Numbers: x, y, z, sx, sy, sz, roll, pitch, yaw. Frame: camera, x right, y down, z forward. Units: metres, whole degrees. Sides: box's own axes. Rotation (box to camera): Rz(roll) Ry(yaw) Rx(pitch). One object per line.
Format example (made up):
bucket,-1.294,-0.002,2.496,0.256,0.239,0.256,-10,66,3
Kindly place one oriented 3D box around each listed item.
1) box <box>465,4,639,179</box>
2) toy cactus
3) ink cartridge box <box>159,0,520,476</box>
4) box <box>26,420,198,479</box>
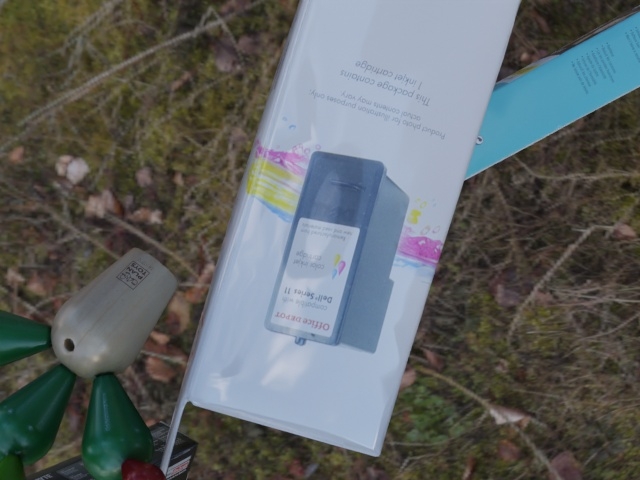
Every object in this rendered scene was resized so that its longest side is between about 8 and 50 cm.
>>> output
box,0.205,-0.133,0.873,0.244,0.100,0.060,-28,96,5
toy cactus,-0.151,0.075,0.503,0.219,0.112,0.180,28,69,26
ink cartridge box,0.000,0.000,0.607,0.119,0.207,0.353,17,92,-6
box,-0.204,0.267,0.817,0.051,0.220,0.175,23,103,21
